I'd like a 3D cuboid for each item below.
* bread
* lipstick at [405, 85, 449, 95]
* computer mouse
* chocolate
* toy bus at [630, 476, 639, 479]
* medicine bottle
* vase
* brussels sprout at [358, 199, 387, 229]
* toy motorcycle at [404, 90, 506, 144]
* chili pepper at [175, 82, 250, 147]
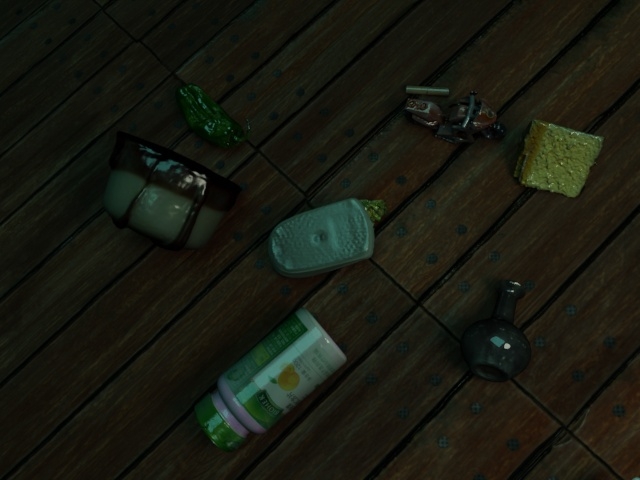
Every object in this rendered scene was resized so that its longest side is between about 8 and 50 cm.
[{"bbox_3d":[0.446,-0.165,1.160,0.147,0.152,0.127,18,81,16],"label":"bread"},{"bbox_3d":[0.234,-0.327,1.338,0.094,0.019,0.019,7,70,15],"label":"lipstick"},{"bbox_3d":[0.000,0.000,1.213,0.230,0.079,0.128,-14,82,19],"label":"computer mouse"},{"bbox_3d":[-0.319,-0.083,1.249,0.283,0.283,0.186,29,96,21],"label":"chocolate"},{"bbox_3d":[0.400,0.489,0.894,0.276,0.165,0.134,-34,51,-3],"label":"toy bus"},{"bbox_3d":[-0.093,0.255,1.114,0.274,0.133,0.133,-40,66,-4],"label":"medicine bottle"},{"bbox_3d":[0.317,0.153,1.082,0.120,0.120,0.183,13,58,17],"label":"vase"},{"bbox_3d":[0.095,-0.058,1.234,0.085,0.085,0.058,-18,63,5],"label":"brussels sprout"},{"bbox_3d":[0.271,-0.254,1.245,0.212,0.118,0.084,15,81,18],"label":"toy motorcycle"},{"bbox_3d":[-0.256,-0.283,1.398,0.100,0.074,0.257,-43,65,-6],"label":"chili pepper"}]
